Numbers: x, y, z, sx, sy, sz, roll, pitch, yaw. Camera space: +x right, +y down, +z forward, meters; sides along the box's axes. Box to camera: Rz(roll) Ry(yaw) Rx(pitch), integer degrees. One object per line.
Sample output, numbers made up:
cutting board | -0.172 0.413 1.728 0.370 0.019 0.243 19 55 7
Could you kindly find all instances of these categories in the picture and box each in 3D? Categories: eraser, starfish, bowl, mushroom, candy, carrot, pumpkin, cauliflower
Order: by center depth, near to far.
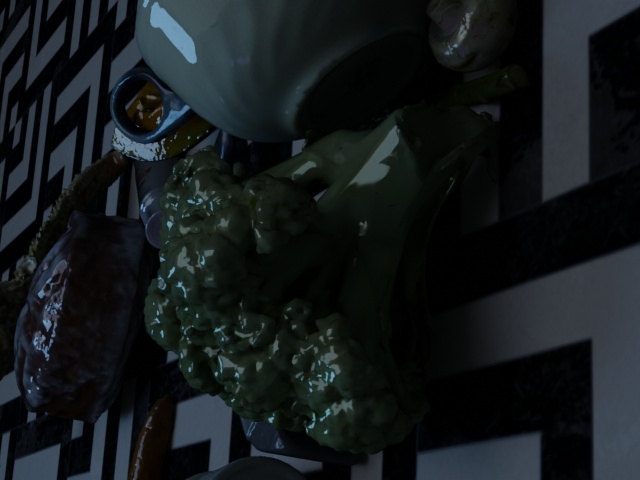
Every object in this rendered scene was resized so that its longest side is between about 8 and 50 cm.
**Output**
cauliflower | -0.018 0.013 1.014 0.327 0.260 0.281 38 120 40
mushroom | 0.117 -0.175 1.030 0.083 0.067 0.083 -49 25 34
bowl | -0.003 -0.179 1.092 0.145 0.277 0.277 56 137 19
eraser | -0.047 0.092 1.240 0.061 0.089 0.352 -60 30 28
pumpkin | -0.119 -0.231 1.531 0.148 0.169 0.312 34 121 17
carrot | -0.211 0.288 1.553 0.057 0.057 0.224 -3 74 64
candy | -0.311 0.100 1.704 0.214 0.157 0.289 -111 36 -63
starfish | -0.402 0.093 1.868 0.324 0.082 0.432 100 -162 -45

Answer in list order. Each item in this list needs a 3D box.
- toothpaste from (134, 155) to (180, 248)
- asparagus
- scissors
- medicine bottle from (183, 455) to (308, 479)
toothpaste | -0.212 -0.096 1.705 0.323 0.066 0.100 -111 40 -57
asparagus | 0.099 -0.117 1.093 0.248 0.024 0.025 -5 71 65
scissors | -0.086 -0.173 1.385 0.256 0.029 0.383 52 131 16
medicine bottle | -0.104 0.289 1.213 0.252 0.145 0.144 137 137 -56
